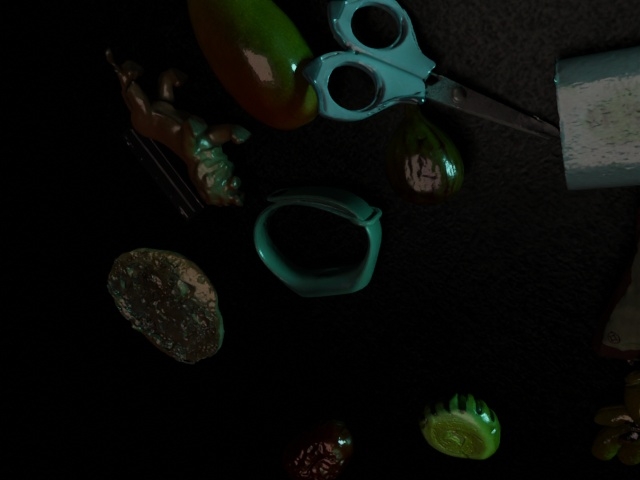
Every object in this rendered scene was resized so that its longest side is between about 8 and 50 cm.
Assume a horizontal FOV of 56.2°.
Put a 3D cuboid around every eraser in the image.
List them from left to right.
[{"bbox_3d":[0.410,-0.153,0.722,0.227,0.081,0.173,-3,114,28],"label":"eraser"}]

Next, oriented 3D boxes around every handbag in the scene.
[{"bbox_3d":[0.492,0.080,0.780,0.213,0.127,0.234,14,123,17],"label":"handbag"}]

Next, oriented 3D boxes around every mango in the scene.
[{"bbox_3d":[-0.103,-0.288,0.870,0.289,0.129,0.146,54,149,0],"label":"mango"}]

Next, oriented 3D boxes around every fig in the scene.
[{"bbox_3d":[0.146,-0.127,0.856,0.110,0.103,0.154,-5,97,3],"label":"fig"}]

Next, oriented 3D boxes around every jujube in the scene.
[{"bbox_3d":[-0.002,0.434,1.221,0.112,0.109,0.176,22,128,-28],"label":"jujube"}]

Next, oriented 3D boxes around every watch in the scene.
[{"bbox_3d":[0.000,0.000,1.015,0.237,0.068,0.195,-7,111,33],"label":"watch"}]

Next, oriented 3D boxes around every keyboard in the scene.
[{"bbox_3d":[-0.292,-0.129,1.116,0.067,0.011,0.202,-30,100,36],"label":"keyboard"}]

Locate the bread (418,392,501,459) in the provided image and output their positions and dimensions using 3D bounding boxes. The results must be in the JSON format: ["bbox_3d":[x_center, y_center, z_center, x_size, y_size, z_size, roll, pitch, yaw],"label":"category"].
[{"bbox_3d":[0.248,0.328,1.064,0.139,0.071,0.129,-21,109,31],"label":"bread"}]

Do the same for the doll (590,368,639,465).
[{"bbox_3d":[0.496,0.288,0.912,0.137,0.097,0.209,17,128,10],"label":"doll"}]

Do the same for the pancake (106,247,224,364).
[{"bbox_3d":[-0.319,0.135,1.247,0.283,0.049,0.282,11,121,19],"label":"pancake"}]

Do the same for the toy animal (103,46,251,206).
[{"bbox_3d":[-0.238,-0.179,1.016,0.312,0.097,0.157,40,132,3],"label":"toy animal"}]

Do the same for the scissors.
[{"bbox_3d":[0.159,-0.208,0.811,0.361,0.029,0.191,22,87,3],"label":"scissors"}]
